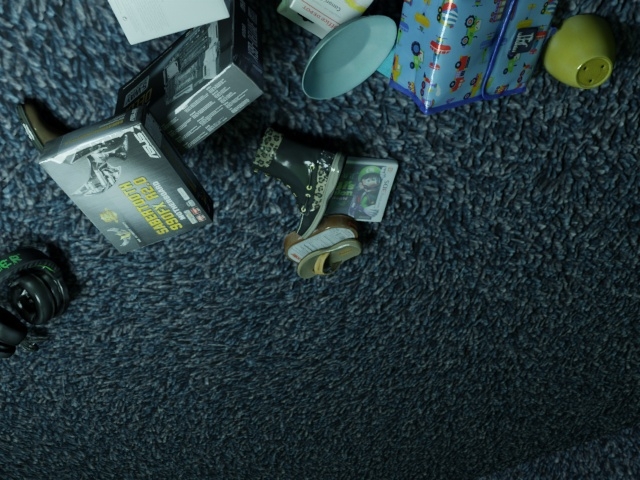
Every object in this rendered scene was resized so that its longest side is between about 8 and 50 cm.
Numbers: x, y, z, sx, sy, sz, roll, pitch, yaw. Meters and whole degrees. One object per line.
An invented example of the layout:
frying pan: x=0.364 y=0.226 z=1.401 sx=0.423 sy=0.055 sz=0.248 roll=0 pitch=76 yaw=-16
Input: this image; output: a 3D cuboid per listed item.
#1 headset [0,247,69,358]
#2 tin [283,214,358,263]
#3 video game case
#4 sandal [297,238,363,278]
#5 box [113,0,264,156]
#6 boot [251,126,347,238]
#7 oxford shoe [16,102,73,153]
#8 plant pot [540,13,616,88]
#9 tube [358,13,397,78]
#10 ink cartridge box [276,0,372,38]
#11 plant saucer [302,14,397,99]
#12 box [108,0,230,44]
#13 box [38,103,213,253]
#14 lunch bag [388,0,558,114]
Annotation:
headset: x=-0.718 y=0.153 z=1.550 sx=0.185 sy=0.243 sz=0.394 roll=36 pitch=148 yaw=16
tin: x=0.000 y=0.000 z=1.565 sx=0.190 sy=0.040 sz=0.106 roll=-25 pitch=136 yaw=26
video game case: x=0.060 y=-0.113 z=1.482 sx=0.191 sy=0.022 sz=0.173 roll=4 pitch=135 yaw=-9
sandal: x=0.019 y=0.052 z=1.565 sx=0.180 sy=0.049 sz=0.072 roll=-24 pitch=140 yaw=26
box: x=-0.234 y=-0.255 z=1.151 sx=0.307 sy=0.242 sz=0.076 roll=-31 pitch=130 yaw=25
boot: x=-0.060 y=-0.121 z=1.406 sx=0.179 sy=0.085 sz=0.236 roll=23 pitch=133 yaw=-3
oxford shoe: x=-0.499 y=-0.190 z=1.318 sx=0.096 sy=0.083 sz=0.227 roll=-36 pitch=130 yaw=-2
plant pot: x=0.492 y=-0.337 z=1.249 sx=0.134 sy=0.095 sz=0.134 roll=-4 pitch=135 yaw=-3
tube: x=0.143 y=-0.330 z=1.256 sx=0.207 sy=0.052 sz=0.080 roll=30 pitch=118 yaw=-25
ink cartridge box: x=0.024 y=-0.424 z=1.130 sx=0.115 sy=0.067 sz=0.198 roll=23 pitch=129 yaw=-27
plant saucer: x=0.042 y=-0.326 z=1.167 sx=0.195 sy=0.037 sz=0.195 roll=-31 pitch=162 yaw=-11
box: x=-0.238 y=-0.404 z=1.077 sx=0.171 sy=0.130 sz=0.091 roll=-13 pitch=134 yaw=7
box: x=-0.307 y=-0.092 z=1.096 sx=0.183 sy=0.056 sz=0.231 roll=-18 pitch=134 yaw=11
lunch bag: x=0.291 y=-0.363 z=1.183 sx=0.293 sy=0.138 sz=0.221 roll=-12 pitch=131 yaw=-24
